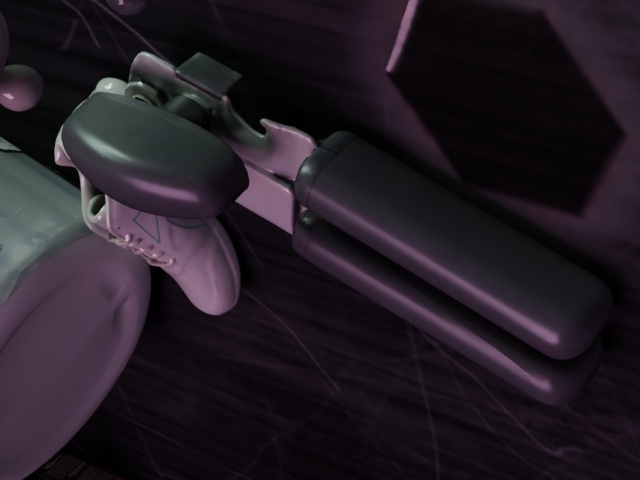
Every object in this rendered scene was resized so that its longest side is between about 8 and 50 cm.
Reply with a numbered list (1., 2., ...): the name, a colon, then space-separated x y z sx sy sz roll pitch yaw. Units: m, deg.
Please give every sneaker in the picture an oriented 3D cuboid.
1. sneaker: -0.099 -0.013 1.044 0.054 0.061 0.152 -2 126 48

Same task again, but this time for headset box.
1. headset box: -0.164 0.196 1.386 0.083 0.032 0.062 16 139 38

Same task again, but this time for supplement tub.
1. supplement tub: -0.274 -0.004 1.131 0.316 0.193 0.193 32 146 21

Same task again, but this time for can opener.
1. can opener: 0.000 0.000 0.909 0.283 0.095 0.076 31 147 22

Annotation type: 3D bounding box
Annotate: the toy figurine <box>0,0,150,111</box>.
1. toy figurine: -0.172 -0.158 0.822 0.209 0.213 0.148 48 158 -9
